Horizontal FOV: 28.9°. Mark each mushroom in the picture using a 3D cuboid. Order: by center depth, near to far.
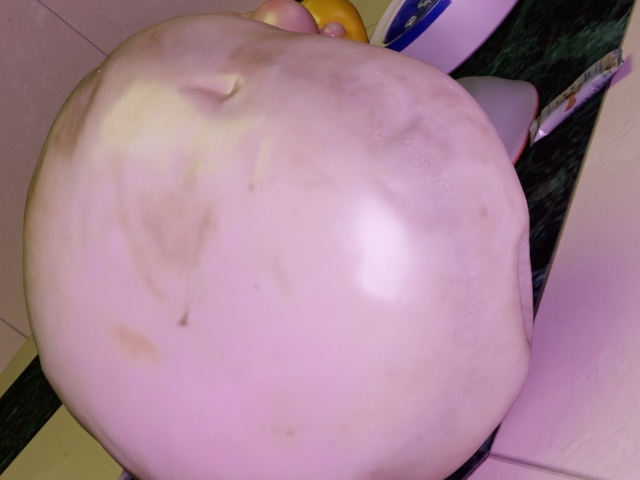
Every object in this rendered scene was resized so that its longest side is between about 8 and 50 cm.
[{"bbox_3d":[-0.023,-0.004,0.832,0.353,0.325,0.353,-32,21,14],"label":"mushroom"}]

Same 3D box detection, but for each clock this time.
[{"bbox_3d":[0.157,-0.285,1.481,0.230,0.083,0.230,-44,17,17],"label":"clock"}]

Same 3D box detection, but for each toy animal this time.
[{"bbox_3d":[-0.086,-0.207,1.603,0.345,0.247,0.277,163,120,-66],"label":"toy animal"}]

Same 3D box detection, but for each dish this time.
[{"bbox_3d":[0.084,-0.073,1.172,0.260,0.085,0.260,-46,15,16],"label":"dish"}]

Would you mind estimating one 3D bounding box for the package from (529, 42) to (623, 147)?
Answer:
[{"bbox_3d":[0.213,-0.120,1.034,0.110,0.015,0.037,-43,22,35],"label":"package"}]

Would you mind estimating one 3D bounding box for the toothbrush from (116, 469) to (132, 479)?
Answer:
[{"bbox_3d":[-0.153,0.178,1.167,0.030,0.030,0.304,-42,11,32],"label":"toothbrush"}]
